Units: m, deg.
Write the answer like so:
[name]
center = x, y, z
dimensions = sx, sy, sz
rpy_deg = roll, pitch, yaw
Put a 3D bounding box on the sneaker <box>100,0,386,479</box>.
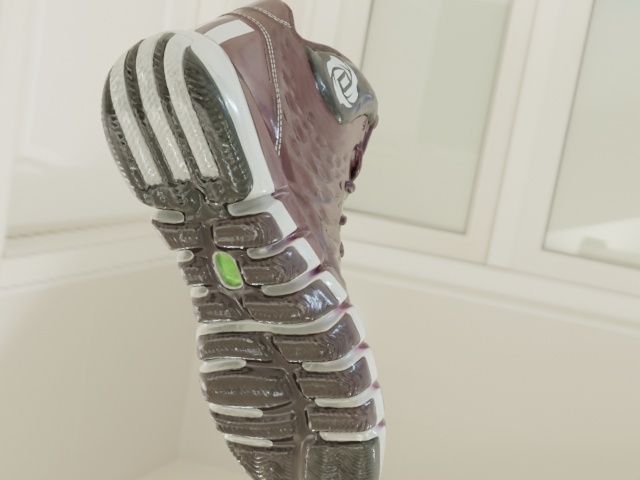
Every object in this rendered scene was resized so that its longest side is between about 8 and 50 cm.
[sneaker]
center = 0.000, 0.000, 0.575
dimensions = 0.107, 0.281, 0.162
rpy_deg = 1, -150, 32
